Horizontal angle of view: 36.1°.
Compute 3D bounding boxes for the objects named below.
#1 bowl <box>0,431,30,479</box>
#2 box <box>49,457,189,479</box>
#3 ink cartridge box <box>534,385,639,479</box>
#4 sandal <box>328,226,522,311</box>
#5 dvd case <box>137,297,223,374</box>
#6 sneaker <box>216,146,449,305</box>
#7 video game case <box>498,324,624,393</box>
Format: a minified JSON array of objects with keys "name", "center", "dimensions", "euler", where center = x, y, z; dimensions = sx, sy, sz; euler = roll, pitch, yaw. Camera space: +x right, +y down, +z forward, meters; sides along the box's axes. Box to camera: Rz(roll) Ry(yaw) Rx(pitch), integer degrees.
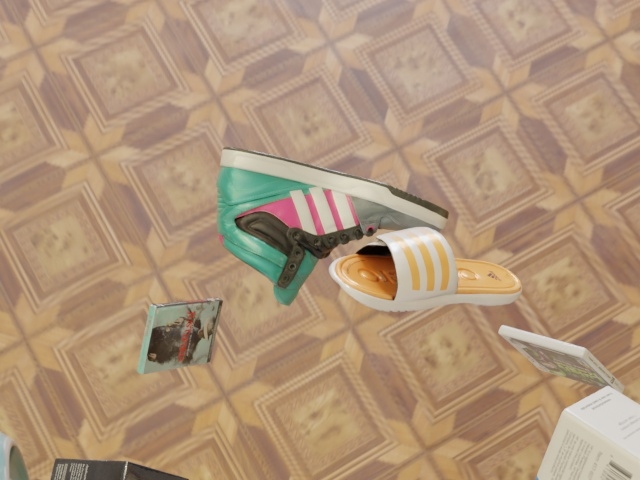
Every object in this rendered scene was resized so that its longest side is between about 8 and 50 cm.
[{"name":"bowl","center":[-0.360,0.294,0.935],"dimensions":[0.163,0.311,0.311],"euler":[-11,73,-10]},{"name":"box","center":[-0.320,0.405,1.550],"dimensions":[0.158,0.156,0.093],"euler":[-5,66,31]},{"name":"ink cartridge box","center":[0.281,0.242,0.817],"dimensions":[0.086,0.148,0.203],"euler":[-13,37,-45]},{"name":"sandal","center":[0.127,0.022,1.102],"dimensions":[0.265,0.076,0.102],"euler":[0,31,-34]},{"name":"dvd case","center":[-0.172,0.116,1.211],"dimensions":[0.013,0.119,0.087],"euler":[20,102,33]},{"name":"sneaker","center":[0.000,0.000,1.233],"dimensions":[0.295,0.124,0.178],"euler":[14,92,4]},{"name":"video game case","center":[0.451,0.224,1.841],"dimensions":[0.190,0.173,0.022],"euler":[13,70,48]}]
